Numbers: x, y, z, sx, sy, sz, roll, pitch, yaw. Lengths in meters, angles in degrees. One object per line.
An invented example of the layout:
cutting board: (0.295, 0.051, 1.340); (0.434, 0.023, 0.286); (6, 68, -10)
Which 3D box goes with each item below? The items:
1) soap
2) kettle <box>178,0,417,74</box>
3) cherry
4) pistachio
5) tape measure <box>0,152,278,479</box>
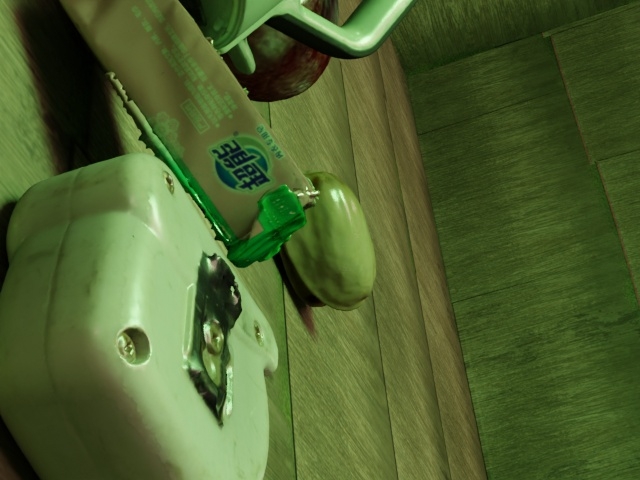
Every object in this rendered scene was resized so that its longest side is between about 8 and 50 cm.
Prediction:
soap: (-0.110, -0.111, 0.945); (0.273, 0.098, 0.218); (55, -1, 5)
kettle: (-0.015, -0.346, 1.086); (0.377, 0.250, 0.361); (-42, 120, -27)
cherry: (-0.075, -0.277, 1.296); (0.300, 0.203, 0.230); (50, 21, -62)
pistachio: (0.000, 0.000, 1.459); (0.130, 0.131, 0.206); (9, -59, 54)
tape measure: (-0.119, 0.084, 0.789); (0.265, 0.130, 0.258); (-94, 164, -46)
